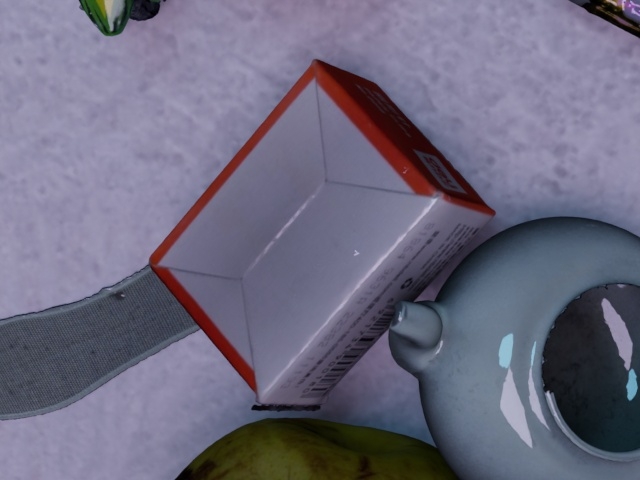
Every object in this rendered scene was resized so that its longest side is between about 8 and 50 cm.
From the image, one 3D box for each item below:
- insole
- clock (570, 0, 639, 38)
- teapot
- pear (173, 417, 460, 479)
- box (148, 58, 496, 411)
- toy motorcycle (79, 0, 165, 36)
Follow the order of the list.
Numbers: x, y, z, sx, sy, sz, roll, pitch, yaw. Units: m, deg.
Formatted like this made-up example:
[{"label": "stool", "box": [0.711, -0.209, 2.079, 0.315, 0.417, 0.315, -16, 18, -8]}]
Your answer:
[{"label": "insole", "box": [-0.173, 0.074, 1.024, 0.232, 0.003, 0.080, -23, 103, 14]}, {"label": "clock", "box": [0.266, -0.210, 0.832, 0.186, 0.083, 0.253, 28, 109, -2]}, {"label": "teapot", "box": [0.159, 0.081, 0.888, 0.294, 0.129, 0.193, 15, 81, -17]}, {"label": "pear", "box": [-0.008, 0.249, 0.919, 0.283, 0.283, 0.284, 2, 108, 7]}, {"label": "box", "box": [0.000, 0.000, 0.903, 0.182, 0.099, 0.133, -50, 62, 16]}, {"label": "toy motorcycle", "box": [-0.130, -0.224, 0.868, 0.074, 0.106, 0.190, -6, 105, 10]}]
